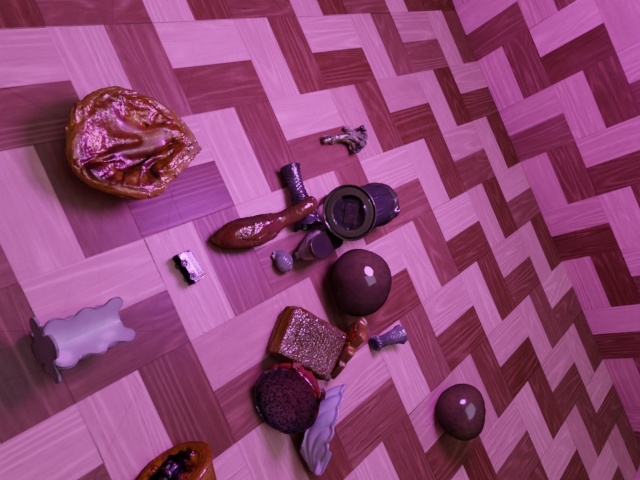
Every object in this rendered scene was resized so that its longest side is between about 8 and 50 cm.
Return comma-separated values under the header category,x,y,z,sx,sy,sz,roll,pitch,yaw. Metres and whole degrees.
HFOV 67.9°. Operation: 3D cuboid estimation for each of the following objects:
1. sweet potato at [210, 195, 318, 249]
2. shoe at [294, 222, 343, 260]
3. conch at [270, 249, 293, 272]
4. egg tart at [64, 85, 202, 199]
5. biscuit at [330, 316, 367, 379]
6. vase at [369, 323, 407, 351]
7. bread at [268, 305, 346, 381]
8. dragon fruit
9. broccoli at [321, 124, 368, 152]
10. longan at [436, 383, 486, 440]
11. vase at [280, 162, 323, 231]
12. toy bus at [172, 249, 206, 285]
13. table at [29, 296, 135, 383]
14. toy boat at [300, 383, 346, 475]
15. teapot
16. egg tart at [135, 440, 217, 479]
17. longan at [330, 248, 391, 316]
category,x,y,z,sx,sy,sz,roll,pitch,yaw
sweet potato,-0.179,-0.050,1.585,0.385,0.109,0.109,-21,90,-25
shoe,0.000,0.000,1.744,0.275,0.098,0.103,-36,106,-58
conch,-0.126,0.067,1.648,0.085,0.056,0.076,55,39,-12
egg tart,-0.548,-0.270,1.353,0.339,0.153,0.352,38,57,-23
biscuit,0.091,0.371,1.656,0.041,0.212,0.239,32,83,-6
vase,0.259,0.382,1.841,0.148,0.081,0.081,-9,82,-36
bread,-0.046,0.342,1.593,0.234,0.110,0.184,35,61,-23
dragon fruit,-0.080,0.473,1.488,0.218,0.224,0.148,36,17,16
broccoli,0.098,-0.418,1.952,0.204,0.118,0.122,-7,92,-23
longan,0.566,0.685,1.916,0.196,0.196,0.220,32,67,-27
vase,-0.078,-0.160,1.726,0.115,0.115,0.237,-12,81,-40
toy bus,-0.395,0.079,1.432,0.058,0.052,0.102,-38,102,-41
table,-0.582,0.233,1.178,0.198,0.166,0.167,-21,90,-48
toy boat,0.007,0.595,1.530,0.100,0.199,0.290,14,67,6
teapot,0.143,-0.129,1.805,0.337,0.270,0.200,-21,122,-62
egg tart,-0.353,0.628,1.206,0.215,0.215,0.171,-34,109,-39
longan,0.143,0.154,1.731,0.248,0.248,0.248,12,69,-35
